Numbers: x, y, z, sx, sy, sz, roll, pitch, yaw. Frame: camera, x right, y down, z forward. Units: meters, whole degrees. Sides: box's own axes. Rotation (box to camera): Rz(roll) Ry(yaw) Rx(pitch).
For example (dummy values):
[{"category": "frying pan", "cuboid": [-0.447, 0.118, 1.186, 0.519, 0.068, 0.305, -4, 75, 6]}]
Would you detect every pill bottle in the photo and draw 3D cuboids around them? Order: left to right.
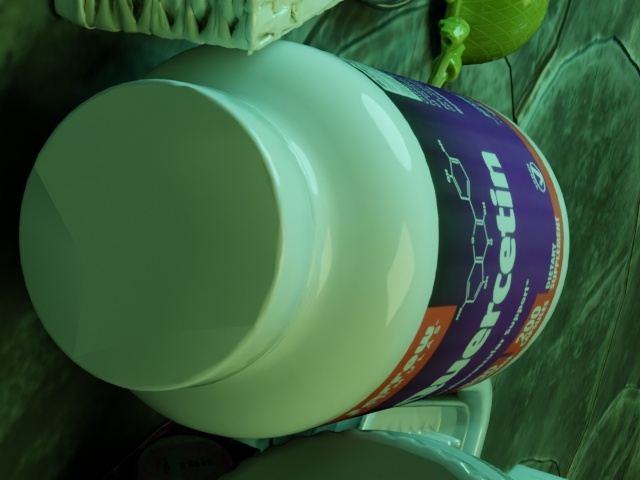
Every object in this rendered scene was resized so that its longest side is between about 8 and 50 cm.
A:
[{"category": "pill bottle", "cuboid": [0.000, 0.000, 0.679, 0.323, 0.182, 0.181, 0, 104, -65]}]

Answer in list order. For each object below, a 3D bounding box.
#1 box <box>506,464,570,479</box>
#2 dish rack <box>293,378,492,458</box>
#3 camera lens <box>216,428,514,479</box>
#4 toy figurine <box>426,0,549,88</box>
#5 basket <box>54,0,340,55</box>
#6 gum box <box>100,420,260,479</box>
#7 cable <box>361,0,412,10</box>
[{"category": "box", "cuboid": [0.177, 0.325, 1.035, 0.345, 0.215, 0.168, -17, 119, -62]}, {"category": "dish rack", "cuboid": [0.025, 0.248, 1.010, 0.285, 0.072, 0.332, 15, 91, -65]}, {"category": "camera lens", "cuboid": [0.047, 0.226, 0.714, 0.219, 0.219, 0.274, -68, 155, -14]}, {"category": "toy figurine", "cuboid": [0.212, -0.249, 0.885, 0.191, 0.217, 0.362, -66, 168, -64]}, {"category": "basket", "cuboid": [-0.033, -0.163, 0.608, 0.167, 0.103, 0.113, -43, 142, -50]}, {"category": "gum box", "cuboid": [-0.105, 0.189, 0.711, 0.188, 0.062, 0.107, -39, 138, -53]}, {"category": "cable", "cuboid": [0.040, -0.218, 0.810, 0.184, 0.047, 0.150, 10, 100, -70]}]
